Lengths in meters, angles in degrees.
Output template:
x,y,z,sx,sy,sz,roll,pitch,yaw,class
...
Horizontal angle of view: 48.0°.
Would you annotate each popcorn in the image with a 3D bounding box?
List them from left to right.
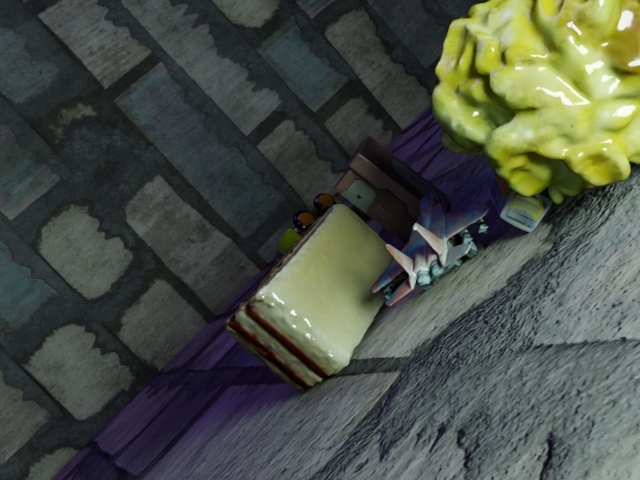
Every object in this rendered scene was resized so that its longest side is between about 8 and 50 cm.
x,y,z,sx,sy,sz,roll,pitch,yaw,class
0.298,-0.192,0.889,0.312,0.312,0.312,-42,7,6,popcorn

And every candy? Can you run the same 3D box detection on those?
x,y,z,sx,sy,sz,roll,pitch,yaw,class
0.004,0.086,1.207,0.135,0.179,0.321,-39,7,42,candy

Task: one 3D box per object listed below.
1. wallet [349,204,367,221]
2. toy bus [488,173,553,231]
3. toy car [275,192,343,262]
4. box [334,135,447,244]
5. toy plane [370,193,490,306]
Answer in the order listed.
x,y,z,sx,sy,sz,roll,pitch,yaw,class
0.074,-0.042,2.149,0.182,0.049,0.229,-37,10,20,wallet
0.287,-0.070,1.038,0.190,0.064,0.075,-66,1,-74,toy bus
0.000,0.000,1.894,0.248,0.142,0.200,-44,-17,-32,toy car
0.141,-0.093,1.399,0.086,0.215,0.215,-52,4,19,box
0.179,-0.007,1.120,0.223,0.104,0.326,-39,4,24,toy plane
